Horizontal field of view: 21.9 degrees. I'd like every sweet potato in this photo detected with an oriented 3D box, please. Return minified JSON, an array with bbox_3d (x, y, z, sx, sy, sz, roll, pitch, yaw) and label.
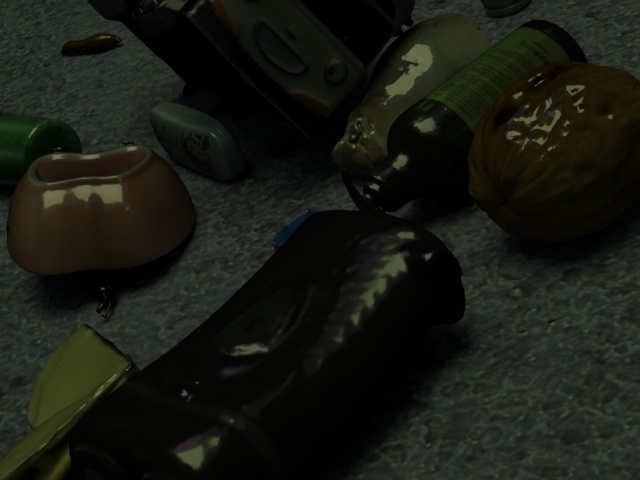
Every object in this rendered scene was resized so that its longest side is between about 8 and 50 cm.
[{"bbox_3d":[-0.334,-0.281,2.366,0.115,0.026,0.026,-4,34,32],"label":"sweet potato"}]

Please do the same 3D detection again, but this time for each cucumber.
[{"bbox_3d":[-0.245,0.034,1.748,0.043,0.039,0.163,-49,29,-2],"label":"cucumber"}]

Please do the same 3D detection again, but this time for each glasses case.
[{"bbox_3d":[-0.143,-0.115,1.892,0.045,0.067,0.178,-33,29,-21],"label":"glasses case"}]

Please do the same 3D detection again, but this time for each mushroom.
[{"bbox_3d":[0.091,-0.158,1.768,0.116,0.093,0.225,24,49,36],"label":"mushroom"}]

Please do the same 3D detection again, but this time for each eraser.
[{"bbox_3d":[0.000,0.000,1.631,0.063,0.027,0.084,-41,33,-26],"label":"eraser"}]

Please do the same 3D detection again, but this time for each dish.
[{"bbox_3d":[-0.242,-0.046,1.771,0.213,0.090,0.213,-6,24,3],"label":"dish"}]

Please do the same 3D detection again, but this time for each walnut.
[{"bbox_3d":[0.223,-0.083,1.488,0.184,0.155,0.155,-42,33,-21],"label":"walnut"}]

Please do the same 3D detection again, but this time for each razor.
[{"bbox_3d":[-0.040,0.111,1.379,0.204,0.113,0.349,12,45,47],"label":"razor"}]

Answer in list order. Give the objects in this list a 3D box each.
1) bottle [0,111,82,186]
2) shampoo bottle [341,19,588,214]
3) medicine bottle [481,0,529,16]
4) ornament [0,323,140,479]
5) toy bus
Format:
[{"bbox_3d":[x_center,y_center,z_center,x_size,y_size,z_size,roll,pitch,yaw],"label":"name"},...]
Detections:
[{"bbox_3d":[-0.432,-0.120,2.093,0.330,0.093,0.093,9,42,45],"label":"bottle"},{"bbox_3d":[0.142,-0.109,1.634,0.284,0.101,0.101,-38,31,-24],"label":"shampoo bottle"},{"bbox_3d":[0.208,-0.316,1.949,0.058,0.091,0.058,-18,29,10],"label":"medicine bottle"},{"bbox_3d":[-0.216,0.150,1.451,0.180,0.059,0.201,-34,21,38],"label":"ornament"},{"bbox_3d":[-0.083,-0.282,1.889,0.249,0.209,0.440,-48,24,-5],"label":"toy bus"}]
